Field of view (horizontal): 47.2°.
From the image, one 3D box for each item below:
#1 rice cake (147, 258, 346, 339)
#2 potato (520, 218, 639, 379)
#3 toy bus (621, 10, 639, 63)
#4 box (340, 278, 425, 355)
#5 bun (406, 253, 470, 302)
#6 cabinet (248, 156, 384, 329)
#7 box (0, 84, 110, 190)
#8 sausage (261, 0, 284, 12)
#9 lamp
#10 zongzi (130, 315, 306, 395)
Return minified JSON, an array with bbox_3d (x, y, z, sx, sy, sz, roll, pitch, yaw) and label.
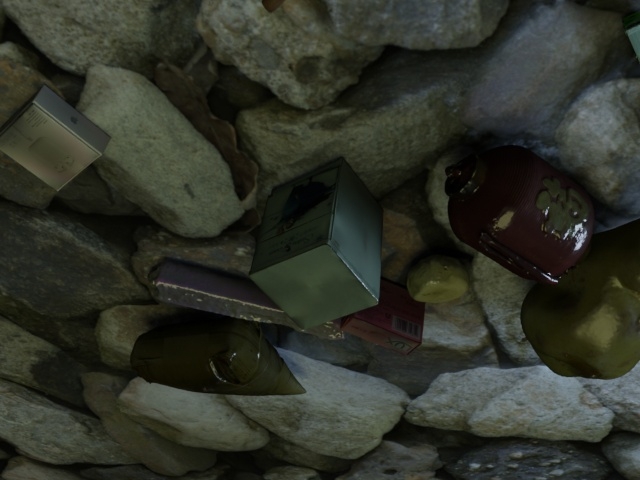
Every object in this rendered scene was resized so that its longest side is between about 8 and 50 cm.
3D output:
[{"bbox_3d":[-0.134,0.113,1.387,0.399,0.070,0.064,14,131,-7],"label":"rice cake"},{"bbox_3d":[0.477,0.091,1.188,0.218,0.202,0.351,18,128,-26],"label":"potato"},{"bbox_3d":[0.425,-0.259,0.963,0.031,0.037,0.083,-22,128,27],"label":"toy bus"},{"bbox_3d":[0.115,0.132,1.341,0.156,0.111,0.060,25,140,-14],"label":"box"},{"bbox_3d":[0.206,0.065,1.292,0.115,0.069,0.115,-2,154,-1],"label":"bun"},{"bbox_3d":[0.000,0.000,1.158,0.145,0.206,0.150,-23,127,27],"label":"cabinet"},{"bbox_3d":[-0.432,-0.160,1.172,0.130,0.051,0.129,-29,125,32],"label":"box"},{"bbox_3d":[-0.038,-0.343,0.954,0.026,0.026,0.116,32,131,-22],"label":"sausage"},{"bbox_3d":[0.297,-0.038,1.100,0.258,0.180,0.180,28,132,-20],"label":"lamp"},{"bbox_3d":[-0.208,0.271,1.516,0.273,0.145,0.300,-10,143,24],"label":"zongzi"}]
